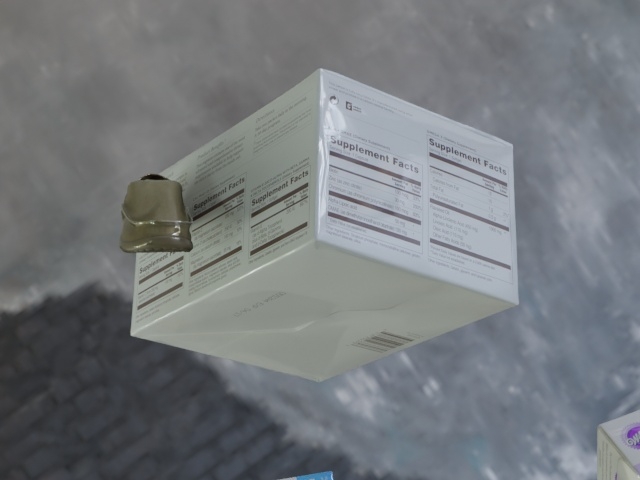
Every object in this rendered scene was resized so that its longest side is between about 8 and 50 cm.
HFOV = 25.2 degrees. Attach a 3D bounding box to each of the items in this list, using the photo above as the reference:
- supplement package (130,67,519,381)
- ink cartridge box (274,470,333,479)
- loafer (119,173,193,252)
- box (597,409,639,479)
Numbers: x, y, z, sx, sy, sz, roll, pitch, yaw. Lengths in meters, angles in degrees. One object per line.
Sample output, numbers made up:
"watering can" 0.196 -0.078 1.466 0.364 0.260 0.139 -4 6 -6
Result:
"supplement package" 0.000 0.000 1.176 0.204 0.145 0.262 17 -28 -33
"ink cartridge box" -0.075 0.277 1.382 0.181 0.062 0.104 -8 -23 -8
"loafer" -0.130 -0.021 1.102 0.056 0.050 0.148 -1 10 -15
"box" 0.366 0.128 1.091 0.324 0.067 0.063 -17 37 -14
